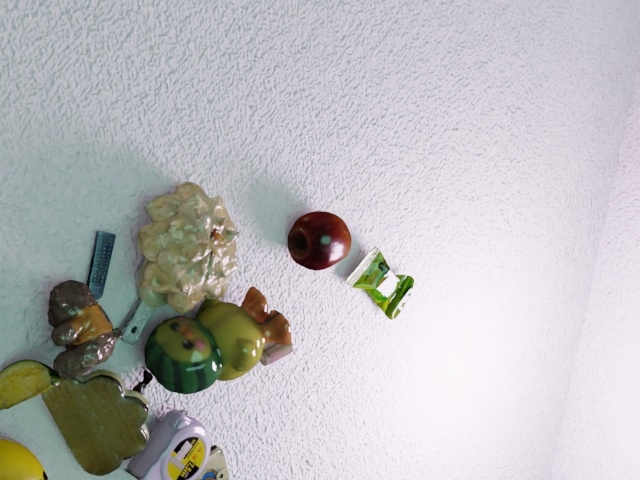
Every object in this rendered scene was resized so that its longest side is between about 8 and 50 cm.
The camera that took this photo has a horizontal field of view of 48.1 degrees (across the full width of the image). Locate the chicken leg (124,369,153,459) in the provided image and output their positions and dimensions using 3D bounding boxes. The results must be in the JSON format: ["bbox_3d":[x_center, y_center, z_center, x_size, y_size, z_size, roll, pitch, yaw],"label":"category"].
[{"bbox_3d":[-0.448,0.412,1.681,0.089,0.048,0.219,4,96,-44],"label":"chicken leg"}]

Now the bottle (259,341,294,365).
[{"bbox_3d":[-0.121,0.302,1.939,0.096,0.045,0.045,-26,115,-31],"label":"bottle"}]

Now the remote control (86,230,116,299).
[{"bbox_3d":[-0.491,0.056,1.588,0.043,0.027,0.153,13,88,-35],"label":"remote control"}]

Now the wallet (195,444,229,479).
[{"bbox_3d":[-0.290,0.621,1.864,0.110,0.039,0.155,-21,113,-34],"label":"wallet"}]

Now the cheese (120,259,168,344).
[{"bbox_3d":[-0.395,0.131,1.667,0.127,0.049,0.235,41,71,-39],"label":"cheese"}]

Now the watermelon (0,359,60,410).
[{"bbox_3d":[-0.608,0.303,1.486,0.181,0.092,0.075,-28,148,10],"label":"watermelon"}]

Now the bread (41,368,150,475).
[{"bbox_3d":[-0.479,0.392,1.588,0.207,0.056,0.287,-14,117,-3],"label":"bread"}]

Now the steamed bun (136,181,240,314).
[{"bbox_3d":[-0.281,0.023,1.640,0.295,0.137,0.292,-45,125,-46],"label":"steamed bun"}]

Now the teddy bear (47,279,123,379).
[{"bbox_3d":[-0.507,0.176,1.512,0.140,0.177,0.190,-26,95,0],"label":"teddy bear"}]

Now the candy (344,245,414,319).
[{"bbox_3d":[0.181,0.121,2.141,0.246,0.069,0.149,42,77,-43],"label":"candy"}]

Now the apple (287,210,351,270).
[{"bbox_3d":[0.007,-0.002,1.922,0.158,0.147,0.156,-9,83,-40],"label":"apple"}]

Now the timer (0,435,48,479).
[{"bbox_3d":[-0.647,0.535,1.393,0.285,0.285,0.286,-9,105,-39],"label":"timer"}]

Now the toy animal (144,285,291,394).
[{"bbox_3d":[-0.256,0.256,1.721,0.338,0.216,0.191,-21,138,-33],"label":"toy animal"}]

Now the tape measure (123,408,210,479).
[{"bbox_3d":[-0.360,0.516,1.739,0.196,0.105,0.178,-53,135,-25],"label":"tape measure"}]
